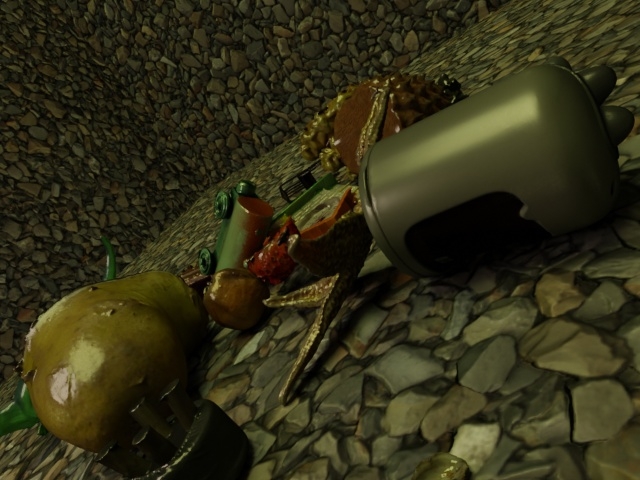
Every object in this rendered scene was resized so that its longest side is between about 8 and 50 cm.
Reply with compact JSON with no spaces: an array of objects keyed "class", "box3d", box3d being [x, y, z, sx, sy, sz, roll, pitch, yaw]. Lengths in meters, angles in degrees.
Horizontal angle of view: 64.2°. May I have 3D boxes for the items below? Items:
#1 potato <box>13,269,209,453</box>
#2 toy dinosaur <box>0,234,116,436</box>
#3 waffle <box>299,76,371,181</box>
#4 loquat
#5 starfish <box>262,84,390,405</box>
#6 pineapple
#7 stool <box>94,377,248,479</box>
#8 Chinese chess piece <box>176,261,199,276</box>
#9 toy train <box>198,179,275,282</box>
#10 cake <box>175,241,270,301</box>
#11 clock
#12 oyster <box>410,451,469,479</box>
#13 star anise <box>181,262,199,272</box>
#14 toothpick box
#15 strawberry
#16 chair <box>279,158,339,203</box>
[{"class":"potato","box3d":[-0.334,0.244,0.974,0.295,0.290,0.396,20,15,38]},{"class":"toy dinosaur","box3d":[-0.678,0.250,1.240,0.374,0.501,0.143,-7,3,-42]},{"class":"waffle","box3d":[0.096,-0.269,1.283,0.261,0.151,0.324,-42,-9,16]},{"class":"loquat","box3d":[-0.170,0.115,1.031,0.137,0.137,0.113,-46,10,-25]},{"class":"starfish","box3d":[0.010,0.007,0.789,0.384,0.132,0.398,-54,-10,-53]},{"class":"pineapple","box3d":[0.212,-0.247,1.073,0.357,0.223,0.222,-22,4,-40]},{"class":"stool","box3d":[-0.181,0.276,0.644,0.153,0.139,0.228,-44,16,-14]},{"class":"Chinese chess piece","box3d":[-0.421,0.124,1.628,0.122,0.051,0.122,-35,19,14]},{"class":"toy train","box3d":[-0.189,0.012,1.164,0.177,0.116,0.286,48,124,47]},{"class":"cake","box3d":[-0.242,0.091,1.342,0.295,0.113,0.116,-30,21,-16]},{"class":"clock","box3d":[0.011,-0.040,1.111,0.219,0.106,0.255,-41,18,-10]},{"class":"oyster","box3d":[0.110,0.219,0.425,0.083,0.038,0.080,-19,14,-40]},{"class":"star anise","box3d":[-0.401,0.165,1.420,0.234,0.073,0.177,-47,-9,-9]},{"class":"toothpick box","box3d":[0.226,-0.099,0.659,0.316,0.229,0.229,-23,23,37]},{"class":"strawberry","box3d":[-0.083,0.030,1.001,0.121,0.082,0.188,-46,4,-11]},{"class":"chair","box3d":[-0.052,-0.173,1.603,0.212,0.084,0.101,-30,15,23]}]
